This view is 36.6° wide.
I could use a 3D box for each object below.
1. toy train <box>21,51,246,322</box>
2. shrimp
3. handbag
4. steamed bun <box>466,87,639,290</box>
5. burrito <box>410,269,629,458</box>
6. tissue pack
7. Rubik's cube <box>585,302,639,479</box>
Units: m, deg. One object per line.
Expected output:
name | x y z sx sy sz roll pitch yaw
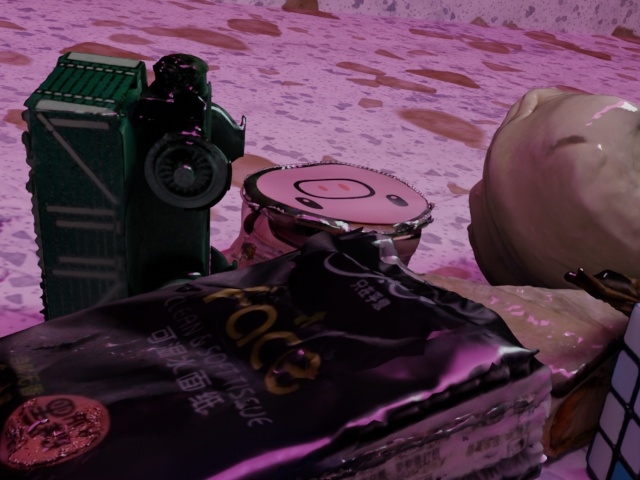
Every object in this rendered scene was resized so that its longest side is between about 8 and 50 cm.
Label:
toy train | -0.140 -0.017 0.745 0.154 0.269 0.115 4 35 -3
shrimp | 0.304 0.040 0.764 0.262 0.117 0.066 25 30 -30
handbag | 0.000 -0.002 0.965 0.205 0.116 0.179 -1 26 -30
steamed bun | 0.267 -0.009 0.966 0.320 0.206 0.275 37 3 -34
burrito | 0.134 0.098 0.805 0.347 0.107 0.175 8 43 4
tissue pack | -0.052 0.098 0.609 0.332 0.123 0.245 -16 32 -20
Rubik's cube | 0.302 0.147 0.691 0.151 0.154 0.155 6 22 -11
